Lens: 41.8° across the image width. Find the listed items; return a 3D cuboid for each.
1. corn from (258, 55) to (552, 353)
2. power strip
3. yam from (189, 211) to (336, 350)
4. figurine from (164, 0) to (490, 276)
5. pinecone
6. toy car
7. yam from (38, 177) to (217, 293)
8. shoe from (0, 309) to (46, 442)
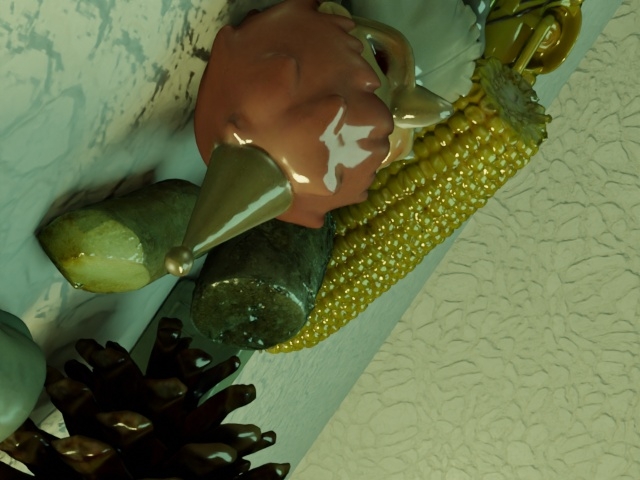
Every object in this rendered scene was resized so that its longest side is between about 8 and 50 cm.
[{"bbox_3d":[0.052,-0.026,0.843,0.387,0.144,0.144,-42,171,21],"label":"corn"},{"bbox_3d":[-0.139,0.133,0.810,0.288,0.093,0.053,-56,164,4],"label":"power strip"},{"bbox_3d":[-0.044,0.016,0.705,0.183,0.107,0.107,-72,-173,-56],"label":"yam"},{"bbox_3d":[0.016,-0.107,0.609,0.387,0.166,0.207,-46,146,-46],"label":"figurine"},{"bbox_3d":[-0.139,0.189,0.648,0.264,0.264,0.264,-50,166,-18],"label":"pinecone"},{"bbox_3d":[0.249,-0.271,1.041,0.248,0.142,0.200,-34,157,-51],"label":"toy car"},{"bbox_3d":[-0.125,-0.001,0.586,0.070,0.069,0.146,-62,166,27],"label":"yam"},{"bbox_3d":[-0.204,0.076,0.443,0.103,0.100,0.251,-52,169,-7],"label":"shoe"}]
